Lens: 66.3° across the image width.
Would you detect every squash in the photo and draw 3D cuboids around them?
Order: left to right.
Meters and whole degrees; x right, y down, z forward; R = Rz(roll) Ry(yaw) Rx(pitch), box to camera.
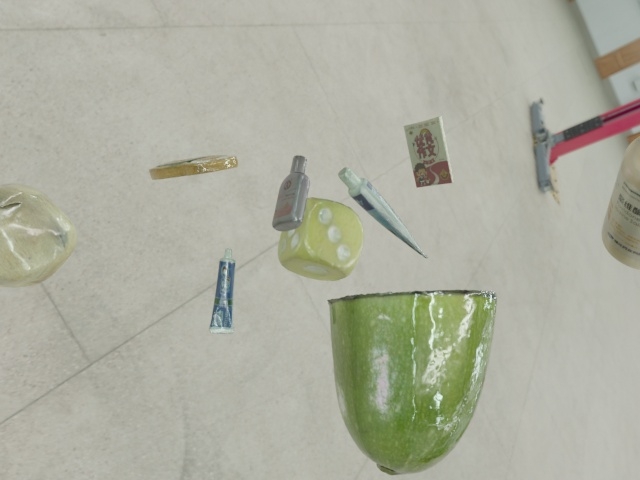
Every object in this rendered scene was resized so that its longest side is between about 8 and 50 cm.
[{"bbox_3d":[0.168,0.251,0.861,0.311,0.311,0.308,14,70,-48],"label":"squash"}]

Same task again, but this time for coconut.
[{"bbox_3d":[-0.600,-0.018,0.944,0.224,0.224,0.224,27,52,-42],"label":"coconut"}]

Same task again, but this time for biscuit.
[{"bbox_3d":[-0.432,-0.267,1.733,0.288,0.344,0.057,-22,107,-49],"label":"biscuit"}]

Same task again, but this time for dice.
[{"bbox_3d":[0.000,0.000,1.252,0.166,0.169,0.169,21,69,-24],"label":"dice"}]

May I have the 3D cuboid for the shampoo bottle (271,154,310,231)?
[{"bbox_3d":[-0.056,-0.100,1.013,0.040,0.080,0.165,29,60,-37],"label":"shampoo bottle"}]

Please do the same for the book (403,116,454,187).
[{"bbox_3d":[0.379,-0.305,1.723,0.022,0.162,0.231,-22,103,-37],"label":"book"}]

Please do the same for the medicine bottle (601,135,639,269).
[{"bbox_3d":[0.421,-0.075,0.586,0.252,0.114,0.114,71,24,-48],"label":"medicine bottle"}]

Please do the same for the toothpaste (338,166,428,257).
[{"bbox_3d":[0.105,-0.044,0.809,0.216,0.037,0.062,41,14,-28],"label":"toothpaste"}]

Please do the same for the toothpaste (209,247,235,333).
[{"bbox_3d":[-0.217,0.115,1.114,0.057,0.035,0.196,5,91,-18],"label":"toothpaste"}]
